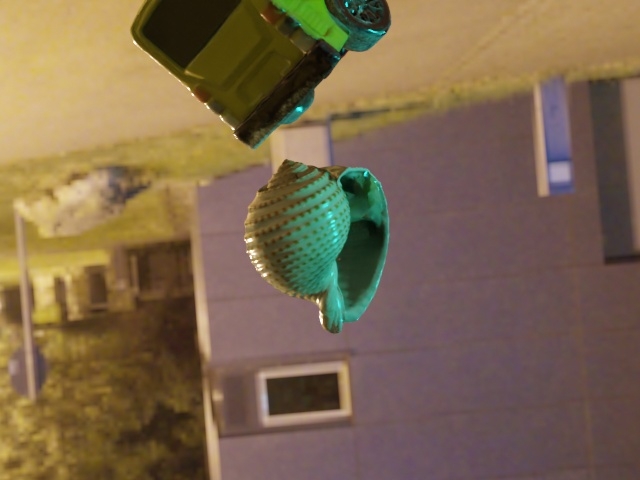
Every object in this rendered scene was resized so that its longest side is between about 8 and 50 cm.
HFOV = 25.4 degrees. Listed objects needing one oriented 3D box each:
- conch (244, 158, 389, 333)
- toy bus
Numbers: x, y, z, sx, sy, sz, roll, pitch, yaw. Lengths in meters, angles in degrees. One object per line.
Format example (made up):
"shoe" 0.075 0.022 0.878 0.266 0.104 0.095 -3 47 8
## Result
"conch" -0.003 -0.002 0.694 0.056 0.085 0.076 23 -140 36
"toy bus" -0.010 -0.206 1.012 0.128 0.150 0.262 -41 -167 48
